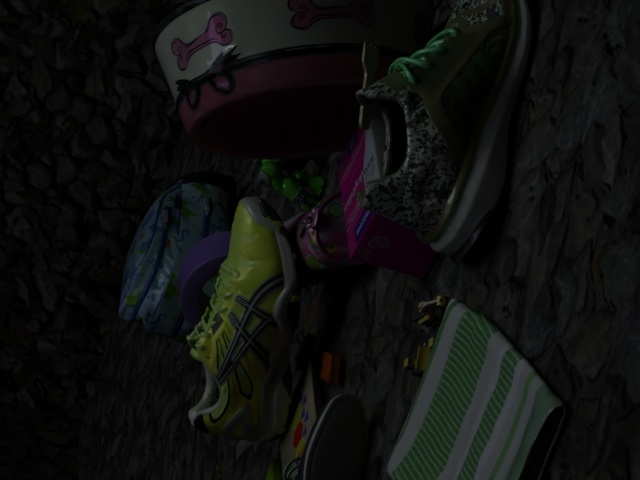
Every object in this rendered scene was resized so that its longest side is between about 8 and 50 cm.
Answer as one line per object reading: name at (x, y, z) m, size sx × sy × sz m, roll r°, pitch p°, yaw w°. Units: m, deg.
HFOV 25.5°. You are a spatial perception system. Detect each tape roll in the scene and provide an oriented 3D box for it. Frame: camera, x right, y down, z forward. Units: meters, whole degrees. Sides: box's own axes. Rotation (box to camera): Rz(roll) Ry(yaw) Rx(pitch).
tape roll at (-0.150, 0.082, 2.466) m, size 0.080 × 0.189 × 0.189 m, roll -99°, pitch 29°, yaw -58°

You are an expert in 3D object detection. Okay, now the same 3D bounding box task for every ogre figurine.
ogre figurine at (-0.049, -0.140, 2.463) m, size 0.097 × 0.118 × 0.197 m, roll 150°, pitch 133°, yaw -69°

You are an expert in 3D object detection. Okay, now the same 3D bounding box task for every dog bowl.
dog bowl at (-0.028, -0.235, 2.022) m, size 0.408 × 0.408 × 0.150 m, roll 143°, pitch 122°, yaw -66°

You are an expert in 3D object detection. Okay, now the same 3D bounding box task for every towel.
towel at (0.158, 0.221, 1.538) m, size 0.325 × 0.038 × 0.248 m, roll -121°, pitch 50°, yaw -70°

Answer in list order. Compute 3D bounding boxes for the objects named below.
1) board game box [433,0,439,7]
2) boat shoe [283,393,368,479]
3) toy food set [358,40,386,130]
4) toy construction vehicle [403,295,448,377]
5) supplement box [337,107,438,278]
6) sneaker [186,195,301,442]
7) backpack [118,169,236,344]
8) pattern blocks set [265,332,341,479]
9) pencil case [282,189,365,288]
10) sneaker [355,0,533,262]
board game box at (0.120, -0.480, 2.157) m, size 0.144 × 0.142 × 0.275 m, roll 123°, pitch 157°, yaw -48°
boat shoe at (0.002, 0.327, 1.884) m, size 0.079 × 0.095 × 0.254 m, roll 6°, pitch 90°, yaw 63°
toy food set at (0.126, -0.174, 1.808) m, size 0.038 × 0.192 × 0.132 m, roll -5°, pitch 75°, yaw 42°
toy construction vehicle at (0.130, 0.116, 1.739) m, size 0.098 × 0.035 × 0.086 m, roll 140°, pitch 143°, yaw -64°
supplement box at (0.100, -0.067, 1.886) m, size 0.220 × 0.114 × 0.111 m, roll -98°, pitch 29°, yaw -52°
sneaker at (-0.120, 0.125, 2.143) m, size 0.145 × 0.147 × 0.384 m, roll -156°, pitch 66°, yaw -68°
backpack at (-0.297, 0.053, 2.971) m, size 0.290 × 0.273 × 0.355 m, roll -54°, pitch 37°, yaw 37°
pattern blocks set at (-0.025, 0.289, 2.128) m, size 0.325 × 0.026 × 0.285 m, roll -93°, pitch 24°, yaw -49°
pencil case at (0.000, 0.000, 2.154) m, size 0.284 × 0.124 × 0.124 m, roll 153°, pitch 131°, yaw -71°
sneaker at (0.140, -0.187, 1.723) m, size 0.158 × 0.182 × 0.410 m, roll 138°, pitch 145°, yaw -63°
